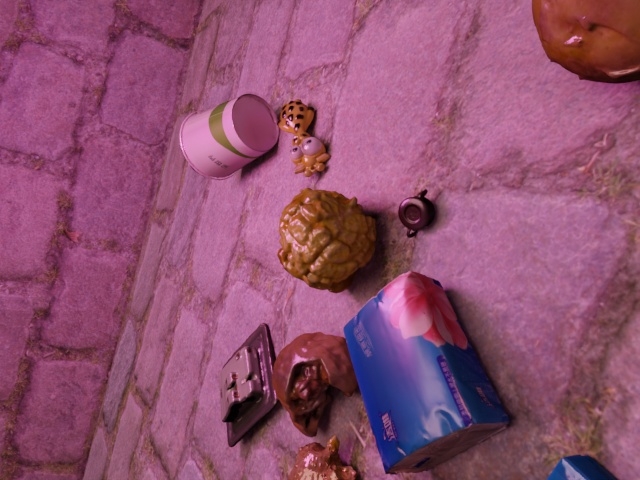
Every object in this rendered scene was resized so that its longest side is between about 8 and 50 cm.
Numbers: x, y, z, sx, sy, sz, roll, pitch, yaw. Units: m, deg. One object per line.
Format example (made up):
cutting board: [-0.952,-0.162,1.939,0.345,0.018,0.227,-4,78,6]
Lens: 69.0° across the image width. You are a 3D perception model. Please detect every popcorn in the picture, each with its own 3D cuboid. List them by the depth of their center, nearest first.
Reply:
popcorn: [0.000,0.000,1.030,0.251,0.206,0.237,-45,58,53]

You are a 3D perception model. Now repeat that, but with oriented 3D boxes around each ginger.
ginger: [-0.003,0.491,0.925,0.157,0.102,0.216,14,89,49]

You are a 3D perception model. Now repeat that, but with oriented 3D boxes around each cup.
cup: [-0.292,-0.349,1.543,0.274,0.253,0.253,-10,70,46]

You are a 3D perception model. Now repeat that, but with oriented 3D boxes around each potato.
potato: [0.400,-0.314,0.565,0.289,0.300,0.237,-74,-10,-69]

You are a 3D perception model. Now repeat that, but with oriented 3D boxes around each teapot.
teapot: [0.189,-0.051,0.909,0.068,0.045,0.100,29,120,33]

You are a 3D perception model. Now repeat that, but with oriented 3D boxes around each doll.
doll: [-0.054,-0.294,1.309,0.117,0.086,0.291,-25,54,13]

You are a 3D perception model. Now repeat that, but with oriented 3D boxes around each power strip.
power strip: [-0.218,0.390,1.279,0.251,0.092,0.257,-56,35,32]

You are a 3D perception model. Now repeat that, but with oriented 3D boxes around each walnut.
walnut: [-0.033,0.290,1.015,0.238,0.141,0.204,-55,34,23]

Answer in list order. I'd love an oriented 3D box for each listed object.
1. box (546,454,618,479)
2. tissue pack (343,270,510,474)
box: [0.332,0.366,0.521,0.194,0.073,0.139,43,113,52]
tissue pack: [0.152,0.219,0.776,0.209,0.137,0.270,-49,43,35]
